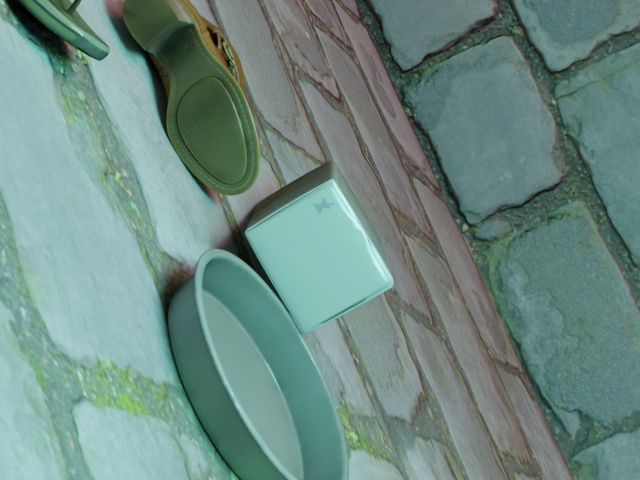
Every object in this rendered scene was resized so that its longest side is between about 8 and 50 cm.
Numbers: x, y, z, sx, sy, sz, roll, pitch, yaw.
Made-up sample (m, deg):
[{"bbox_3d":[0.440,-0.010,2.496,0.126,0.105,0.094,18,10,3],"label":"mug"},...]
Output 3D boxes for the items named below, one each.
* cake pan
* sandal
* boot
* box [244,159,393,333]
[{"bbox_3d":[-0.066,0.149,1.562,0.293,0.054,0.293,55,16,-24],"label":"cake pan"},{"bbox_3d":[-0.296,-0.325,1.588,0.302,0.086,0.120,64,13,16],"label":"sandal"},{"bbox_3d":[-0.140,-0.185,1.877,0.283,0.109,0.220,55,10,6],"label":"boot"},{"bbox_3d":[0.000,0.000,1.824,0.148,0.121,0.311,60,4,-5],"label":"box"}]
